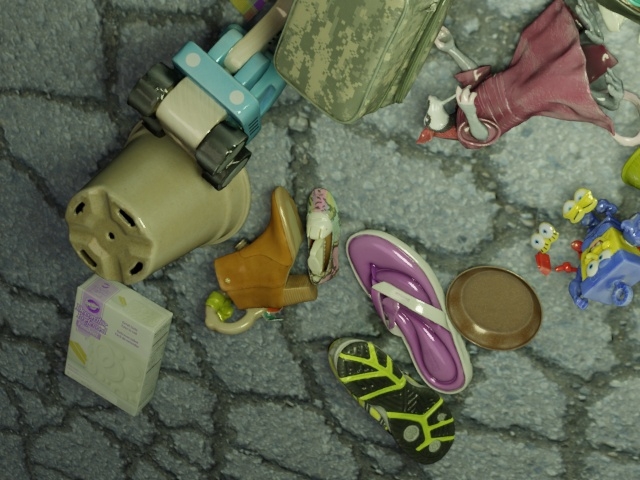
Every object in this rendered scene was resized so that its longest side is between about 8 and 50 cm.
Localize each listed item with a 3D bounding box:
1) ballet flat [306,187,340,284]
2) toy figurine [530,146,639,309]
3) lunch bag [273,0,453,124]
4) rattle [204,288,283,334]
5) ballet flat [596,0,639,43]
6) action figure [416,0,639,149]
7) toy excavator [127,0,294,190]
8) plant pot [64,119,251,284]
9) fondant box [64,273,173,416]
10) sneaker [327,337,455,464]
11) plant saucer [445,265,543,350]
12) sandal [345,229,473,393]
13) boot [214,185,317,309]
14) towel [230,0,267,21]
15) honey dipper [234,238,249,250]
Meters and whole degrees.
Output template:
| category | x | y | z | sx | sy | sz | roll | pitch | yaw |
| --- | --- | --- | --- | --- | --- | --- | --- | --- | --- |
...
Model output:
| category | x | y | z | sx | sy | sz | roll | pitch | yaw |
| --- | --- | --- | --- | --- | --- | --- | --- | --- | --- |
| ballet flat | 0.000 | 0.000 | 1.953 | 0.077 | 0.079 | 0.221 | 12 | 122 | 23 |
| toy figurine | 0.528 | 0.018 | 1.545 | 0.191 | 0.217 | 0.362 | 25 | 132 | -19 |
| lunch bag | 0.101 | -0.379 | 1.562 | 0.213 | 0.256 | 0.305 | 39 | 131 | 17 |
| rattle | -0.166 | 0.186 | 2.165 | 0.200 | 0.130 | 0.142 | -4 | 130 | 2 |
| ballet flat | 0.511 | -0.358 | 1.453 | 0.280 | 0.095 | 0.096 | 35 | 141 | 7 |
| action figure | 0.331 | -0.250 | 1.587 | 0.370 | 0.248 | 0.276 | -28 | 129 | 37 |
| toy excavator | -0.140 | -0.354 | 1.747 | 0.222 | 0.445 | 0.433 | 40 | 173 | 2 |
| plant pot | -0.368 | -0.073 | 1.970 | 0.334 | 0.305 | 0.333 | 14 | 123 | 22 |
| fondant box | -0.534 | 0.272 | 2.402 | 0.238 | 0.096 | 0.330 | 28 | 126 | 12 |
| sneaker | 0.163 | 0.344 | 2.050 | 0.384 | 0.145 | 0.147 | 51 | 173 | -21 |
| plant saucer | 0.354 | 0.131 | 1.857 | 0.199 | 0.036 | 0.198 | 12 | 121 | 21 |
| sandal | 0.190 | 0.158 | 1.925 | 0.169 | 0.102 | 0.416 | -28 | 101 | 37 |
| boot | -0.139 | 0.027 | 2.008 | 0.211 | 0.104 | 0.295 | -6 | 118 | 17 |
| towel | -0.137 | -0.474 | 1.795 | 0.060 | 0.009 | 0.083 | 49 | 128 | -4 |
| honey dipper | -0.131 | 0.063 | 2.097 | 0.160 | 0.030 | 0.030 | 46 | 129 | -5 |
